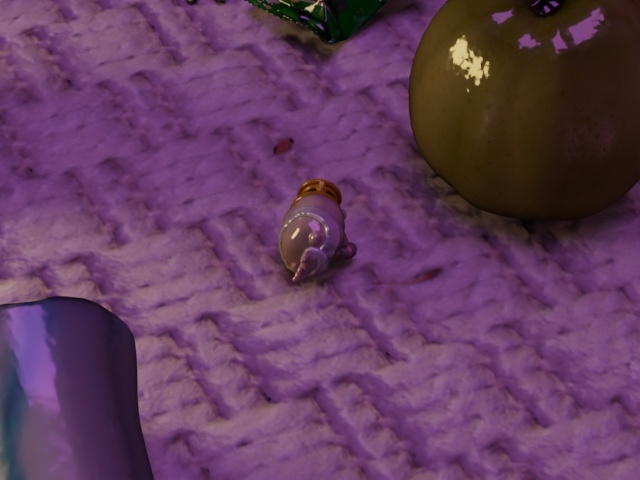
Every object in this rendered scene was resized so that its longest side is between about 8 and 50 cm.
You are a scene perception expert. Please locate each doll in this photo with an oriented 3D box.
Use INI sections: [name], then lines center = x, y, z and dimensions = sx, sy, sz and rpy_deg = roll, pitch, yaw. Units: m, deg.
[doll]
center = 0.000, 0.000, 1.640
dimensions = 0.084, 0.073, 0.127
rpy_deg = 32, 38, -18

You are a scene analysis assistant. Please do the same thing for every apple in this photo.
[apple]
center = 0.220, -0.155, 1.700
dimensions = 0.279, 0.279, 0.279
rpy_deg = 3, 44, -3

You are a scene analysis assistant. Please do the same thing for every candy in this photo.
[candy]
center = 0.023, -0.308, 1.952
dimensions = 0.203, 0.078, 0.141
rpy_deg = -37, 74, -23

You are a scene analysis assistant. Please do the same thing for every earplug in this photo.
[earplug]
center = -0.201, 0.224, 1.315
dimensions = 0.185, 0.185, 0.324
rpy_deg = -10, 50, -15

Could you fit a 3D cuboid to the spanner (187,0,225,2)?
[spanner]
center = -0.182, -0.363, 2.035
dimensions = 0.054, 0.015, 0.254
rpy_deg = -17, 48, -21
